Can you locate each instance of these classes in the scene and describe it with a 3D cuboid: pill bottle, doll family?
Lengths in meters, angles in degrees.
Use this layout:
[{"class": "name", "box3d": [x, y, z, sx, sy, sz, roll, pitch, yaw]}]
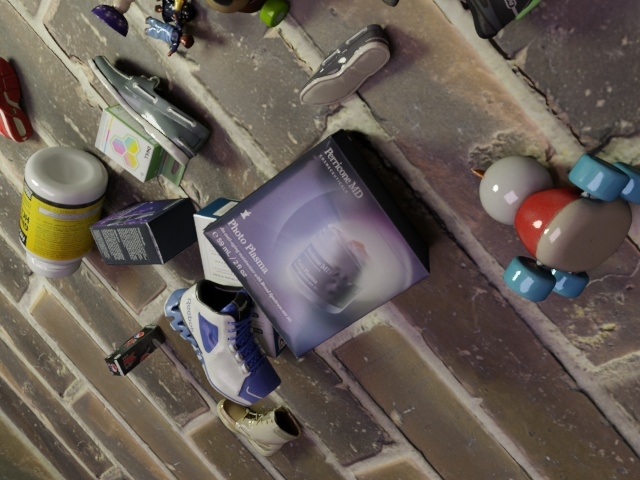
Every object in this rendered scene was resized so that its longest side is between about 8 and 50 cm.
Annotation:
[{"class": "pill bottle", "box3d": [-0.667, -0.061, 1.530, 0.188, 0.188, 0.334, 36, 129, 8]}, {"class": "doll family", "box3d": [-0.279, -0.453, 1.142, 0.111, 0.076, 0.193, 23, 132, 13]}]

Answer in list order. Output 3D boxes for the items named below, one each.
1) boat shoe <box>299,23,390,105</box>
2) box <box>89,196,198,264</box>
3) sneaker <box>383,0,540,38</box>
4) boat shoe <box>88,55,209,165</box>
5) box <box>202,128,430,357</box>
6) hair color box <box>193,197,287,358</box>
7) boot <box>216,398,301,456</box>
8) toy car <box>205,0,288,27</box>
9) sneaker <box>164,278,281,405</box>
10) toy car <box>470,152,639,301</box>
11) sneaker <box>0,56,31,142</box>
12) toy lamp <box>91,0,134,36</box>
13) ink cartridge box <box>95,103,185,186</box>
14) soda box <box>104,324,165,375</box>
[{"class": "boat shoe", "box3d": [0.040, -0.305, 1.051, 0.206, 0.075, 0.065, -25, 59, 44]}, {"class": "box", "box3d": [-0.412, -0.021, 1.421, 0.207, 0.153, 0.108, -3, 114, 32]}, {"class": "sneaker", "box3d": [0.096, -0.452, 0.837, 0.483, 0.185, 0.202, 37, 126, 9]}, {"class": "boat shoe", "box3d": [-0.370, -0.299, 1.290, 0.319, 0.099, 0.116, 45, 175, 10]}, {"class": "box", "box3d": [0.000, 0.000, 1.100, 0.294, 0.183, 0.296, -35, 97, 15]}, {"class": "hair color box", "box3d": [-0.165, 0.086, 1.362, 0.174, 0.105, 0.347, 11, 122, 26]}, {"class": "boot", "box3d": [-0.167, 0.484, 1.616, 0.213, 0.077, 0.165, 43, 131, -4]}, {"class": "toy car", "box3d": [-0.145, -0.438, 0.987, 0.155, 0.188, 0.149, 40, 130, 5]}, {"class": "sneaker", "box3d": [-0.194, 0.207, 1.299, 0.315, 0.127, 0.182, 50, 132, -2]}, {"class": "toy car", "box3d": [0.345, -0.062, 0.946, 0.238, 0.210, 0.219, 47, 123, 38]}, {"class": "sneaker", "box3d": [-0.836, -0.362, 1.526, 0.128, 0.087, 0.221, 12, 121, 24]}, {"class": "toy lamp", "box3d": [-0.297, -0.494, 1.050, 0.080, 0.080, 0.274, 38, 96, 7]}, {"class": "ink cartridge box", "box3d": [-0.411, -0.209, 1.368, 0.209, 0.062, 0.109, 37, 129, 7]}, {"class": "soda box", "box3d": [-0.515, 0.306, 1.664, 0.053, 0.169, 0.060, -5, 114, 34]}]
